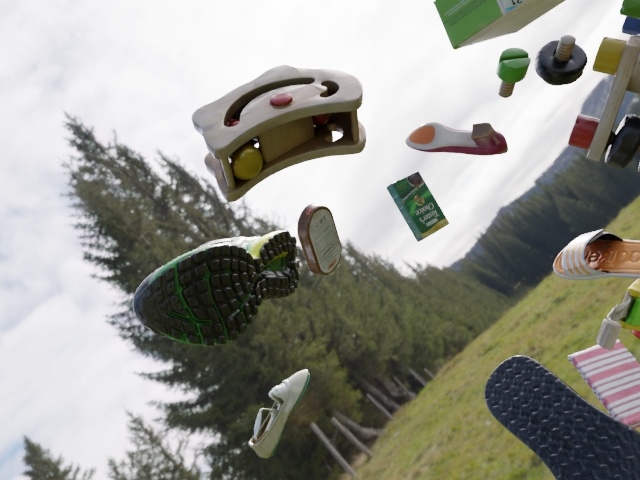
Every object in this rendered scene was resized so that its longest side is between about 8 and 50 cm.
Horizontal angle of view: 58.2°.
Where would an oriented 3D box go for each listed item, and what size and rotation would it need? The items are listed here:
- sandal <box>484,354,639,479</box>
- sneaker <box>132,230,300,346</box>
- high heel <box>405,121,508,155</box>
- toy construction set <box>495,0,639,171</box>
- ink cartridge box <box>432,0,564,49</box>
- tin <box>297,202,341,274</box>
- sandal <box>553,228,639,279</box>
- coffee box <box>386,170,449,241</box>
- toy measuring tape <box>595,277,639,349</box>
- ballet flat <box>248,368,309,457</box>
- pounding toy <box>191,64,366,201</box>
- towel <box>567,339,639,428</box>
[{"bbox_3d":[0.435,0.346,0.904,0.107,0.446,0.167,37,-80,-31],"label":"sandal"},{"bbox_3d":[-0.158,0.068,0.858,0.146,0.134,0.343,-5,5,23],"label":"sneaker"},{"bbox_3d":[0.333,-0.239,1.417,0.117,0.244,0.082,31,-116,-46],"label":"high heel"},{"bbox_3d":[0.381,-0.198,0.554,0.257,0.309,0.237,-33,-28,-12],"label":"toy construction set"},{"bbox_3d":[0.345,-0.429,0.943,0.188,0.097,0.255,-25,1,-30],"label":"ink cartridge box"},{"bbox_3d":[0.000,0.000,1.386,0.106,0.040,0.190,-43,-48,-32],"label":"tin"},{"bbox_3d":[0.573,0.021,1.162,0.265,0.076,0.102,-7,53,63],"label":"sandal"},{"bbox_3d":[0.283,-0.100,1.666,0.113,0.184,0.040,-26,-6,-28],"label":"coffee box"},{"bbox_3d":[0.506,0.118,0.856,0.330,0.121,0.121,-12,-36,-52],"label":"toy measuring tape"},{"bbox_3d":[-0.111,0.435,1.491,0.086,0.086,0.249,96,-161,-67],"label":"ballet flat"},{"bbox_3d":[-0.026,-0.126,0.749,0.269,0.154,0.155,-38,-40,-28],"label":"pounding toy"},{"bbox_3d":[0.654,0.314,1.259,0.144,0.197,0.029,-12,-43,-16],"label":"towel"}]
